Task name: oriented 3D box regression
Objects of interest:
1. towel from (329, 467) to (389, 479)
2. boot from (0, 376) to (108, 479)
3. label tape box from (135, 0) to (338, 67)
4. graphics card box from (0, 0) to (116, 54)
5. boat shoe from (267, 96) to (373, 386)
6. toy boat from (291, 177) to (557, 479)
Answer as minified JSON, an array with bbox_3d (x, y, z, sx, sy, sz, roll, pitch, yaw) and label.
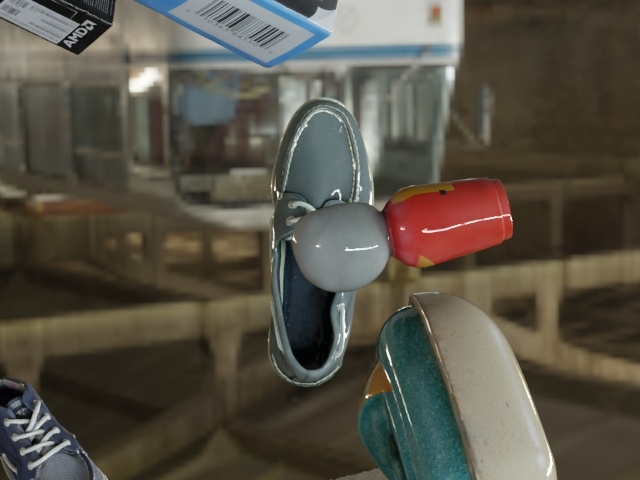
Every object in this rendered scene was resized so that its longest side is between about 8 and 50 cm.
[{"bbox_3d":[0.039,0.280,1.630,0.282,0.049,0.187,-24,-167,46],"label":"towel"},{"bbox_3d":[-0.237,0.176,1.385,0.069,0.086,0.190,-30,-157,-23],"label":"boot"},{"bbox_3d":[-0.089,-0.371,1.538,0.249,0.348,0.115,24,156,-29],"label":"label tape box"},{"bbox_3d":[-0.420,-0.411,2.051,0.371,0.233,0.094,23,143,-32],"label":"graphics card box"},{"bbox_3d":[0.000,0.000,1.793,0.116,0.319,0.099,6,178,-5],"label":"boat shoe"},{"bbox_3d":[0.074,0.096,1.194,0.148,0.318,0.267,-13,-147,-3],"label":"toy boat"}]
